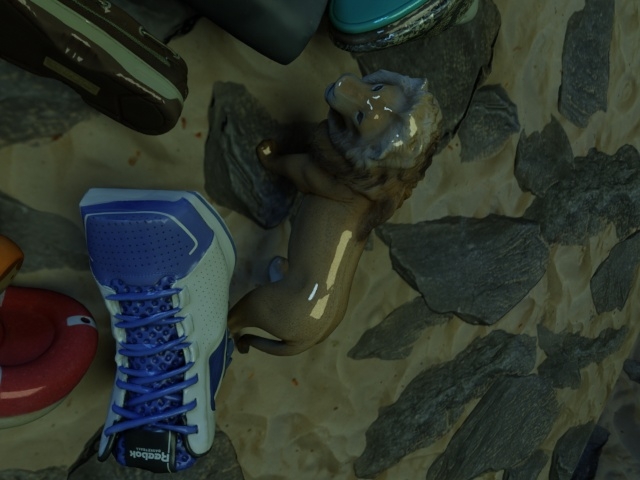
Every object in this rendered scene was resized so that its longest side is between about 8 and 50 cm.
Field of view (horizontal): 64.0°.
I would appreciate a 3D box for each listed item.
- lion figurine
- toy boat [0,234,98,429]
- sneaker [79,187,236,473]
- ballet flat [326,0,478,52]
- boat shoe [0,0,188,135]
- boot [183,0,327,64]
[{"bbox_3d":[0.000,0.000,0.597,0.142,0.240,0.392,4,104,-39],"label":"lion figurine"},{"bbox_3d":[-0.300,0.059,0.432,0.231,0.151,0.151,24,110,-42],"label":"toy boat"},{"bbox_3d":[-0.147,0.114,0.502,0.128,0.182,0.315,-1,132,-2],"label":"sneaker"},{"bbox_3d":[0.185,-0.402,0.665,0.482,0.164,0.182,-60,151,-6],"label":"ballet flat"},{"bbox_3d":[-0.234,-0.200,0.457,0.257,0.095,0.095,35,53,-35],"label":"boat shoe"},{"bbox_3d":[-0.184,-0.248,0.365,0.445,0.146,0.366,22,72,-46],"label":"boot"}]
